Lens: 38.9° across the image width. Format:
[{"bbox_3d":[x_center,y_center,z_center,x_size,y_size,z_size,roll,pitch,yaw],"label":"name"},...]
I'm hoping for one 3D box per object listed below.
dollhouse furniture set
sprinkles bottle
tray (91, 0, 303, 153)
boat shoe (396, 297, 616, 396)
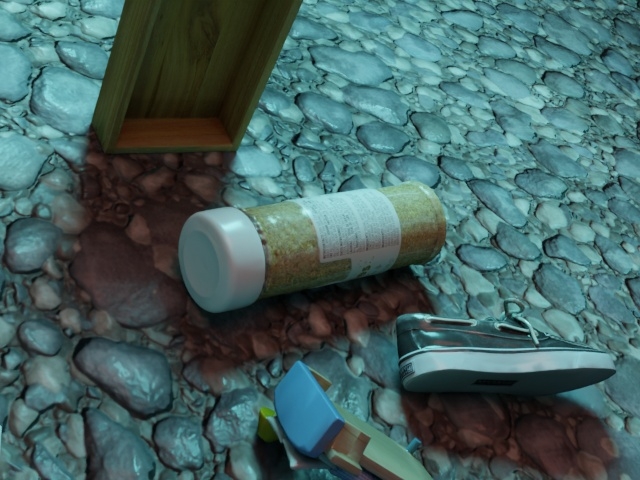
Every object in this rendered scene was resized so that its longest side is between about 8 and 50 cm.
[{"bbox_3d":[0.057,0.313,0.913,0.286,0.198,0.303,36,4,-25],"label":"dollhouse furniture set"},{"bbox_3d":[0.000,0.000,1.153,0.355,0.121,0.121,-11,55,-37],"label":"sprinkles bottle"},{"bbox_3d":[-0.140,-0.283,1.137,0.203,0.411,0.076,-5,52,-34],"label":"tray"},{"bbox_3d":[0.236,0.137,1.159,0.306,0.113,0.105,2,61,-16],"label":"boat shoe"}]
